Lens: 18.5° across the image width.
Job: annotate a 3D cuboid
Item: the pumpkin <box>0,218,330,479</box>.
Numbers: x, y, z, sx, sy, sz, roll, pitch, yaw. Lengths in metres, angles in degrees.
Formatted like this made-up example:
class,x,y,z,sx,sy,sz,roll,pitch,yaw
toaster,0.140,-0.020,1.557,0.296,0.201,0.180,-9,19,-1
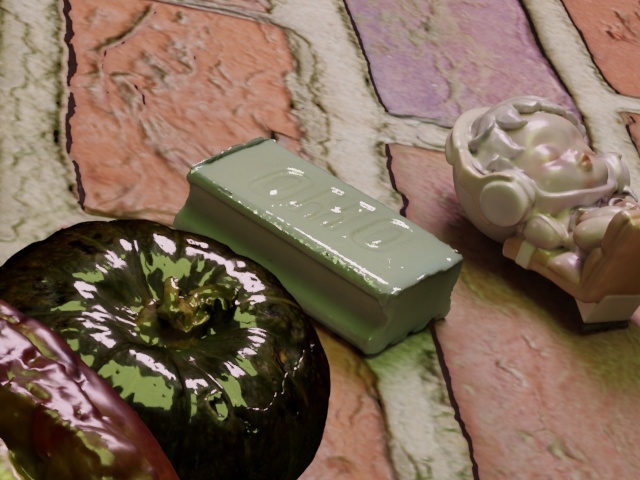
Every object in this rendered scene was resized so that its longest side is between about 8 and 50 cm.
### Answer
class,x,y,z,sx,sy,sz,roll,pitch,yaw
pumpkin,-0.109,0.082,1.200,0.238,0.159,0.238,17,30,-10

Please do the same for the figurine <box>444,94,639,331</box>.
class,x,y,z,sx,sy,sz,roll,pitch,yaw
figurine,0.191,-0.043,1.576,0.162,0.141,0.237,-2,35,-38

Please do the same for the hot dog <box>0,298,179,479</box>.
class,x,y,z,sx,sy,sz,roll,pitch,yaw
hot dog,-0.216,0.125,1.016,0.405,0.223,0.185,33,36,25

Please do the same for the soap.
class,x,y,z,sx,sy,sz,roll,pitch,yaw
soap,0.000,0.000,1.484,0.198,0.063,0.114,32,32,22
